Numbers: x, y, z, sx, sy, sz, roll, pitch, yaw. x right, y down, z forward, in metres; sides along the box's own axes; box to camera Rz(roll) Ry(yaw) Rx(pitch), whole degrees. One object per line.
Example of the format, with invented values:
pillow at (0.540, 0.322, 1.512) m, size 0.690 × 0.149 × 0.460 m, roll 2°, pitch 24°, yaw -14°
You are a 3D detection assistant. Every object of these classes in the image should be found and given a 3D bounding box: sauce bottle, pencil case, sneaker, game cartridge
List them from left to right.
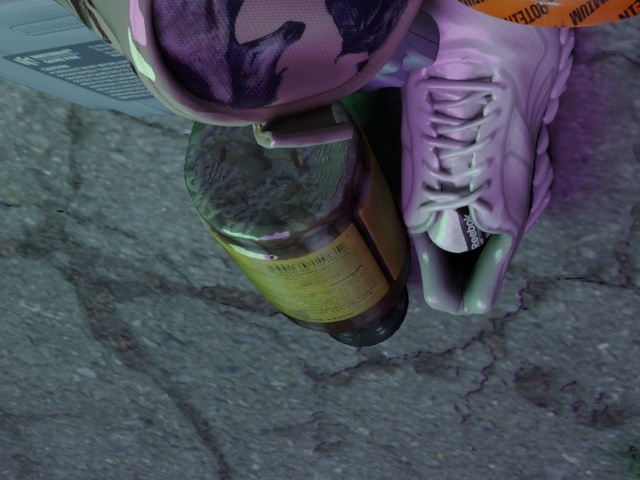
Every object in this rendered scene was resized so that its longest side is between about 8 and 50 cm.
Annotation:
pencil case at (-0.125, -0.190, 0.903) m, size 0.410 × 0.160 × 0.183 m, roll 34°, pitch 140°, yaw 40°
game cartridge at (-0.101, -0.130, 1.100) m, size 0.198 × 0.062 × 0.297 m, roll 23°, pitch 163°, yaw -40°
sauce bottle at (0.000, 0.000, 1.206) m, size 0.111 × 0.111 × 0.344 m, roll 9°, pitch 164°, yaw 12°
sneaker at (0.095, -0.068, 1.152) m, size 0.110 × 0.118 × 0.292 m, roll 8°, pitch 141°, yaw 16°

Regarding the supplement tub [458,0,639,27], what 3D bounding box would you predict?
supplement tub at (0.107, -0.269, 0.813) m, size 0.207 × 0.207 × 0.338 m, roll 8°, pitch 142°, yaw 13°
